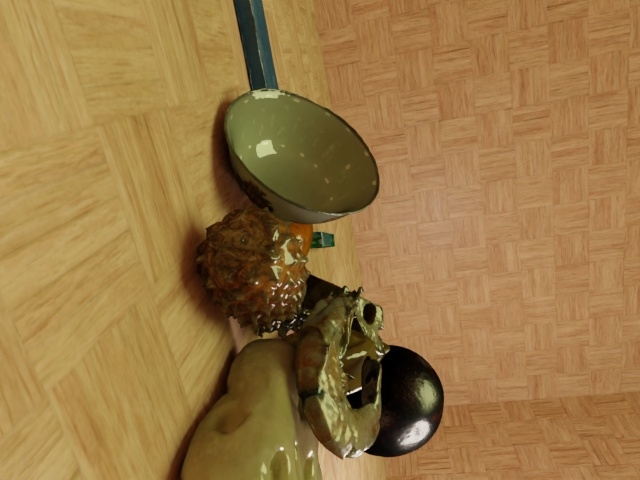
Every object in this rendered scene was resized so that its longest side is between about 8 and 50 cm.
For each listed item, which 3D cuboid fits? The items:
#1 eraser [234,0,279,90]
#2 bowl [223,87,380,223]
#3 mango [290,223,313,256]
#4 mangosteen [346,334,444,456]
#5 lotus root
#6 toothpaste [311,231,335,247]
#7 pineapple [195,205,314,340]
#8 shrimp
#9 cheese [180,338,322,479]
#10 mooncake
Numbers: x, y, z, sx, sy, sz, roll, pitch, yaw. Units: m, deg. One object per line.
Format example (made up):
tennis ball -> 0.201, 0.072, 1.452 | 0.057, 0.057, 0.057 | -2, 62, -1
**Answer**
eraser -> -0.156, -0.487, 1.199 | 0.144, 0.042, 0.312 | -59, 140, -74
bowl -> -0.059, -0.139, 0.997 | 0.157, 0.337, 0.337 | -53, -154, 42
mango -> -0.067, 0.001, 1.154 | 0.217, 0.102, 0.141 | -67, 154, -67
mangosteen -> 0.194, 0.475, 1.577 | 0.435, 0.382, 0.382 | 64, 12, -6
lotus root -> 0.025, 0.193, 1.238 | 0.142, 0.314, 0.210 | 15, 79, -35
toothpaste -> 0.000, 0.000, 1.643 | 0.266, 0.065, 0.050 | 4, 78, -80
pineapple -> -0.082, 0.090, 0.822 | 0.361, 0.175, 0.175 | 66, 19, -56
shrimp -> 0.048, 0.213, 0.862 | 0.247, 0.085, 0.360 | 54, 28, -24
cheese -> -0.073, 0.366, 0.730 | 0.351, 0.129, 0.328 | -76, 154, -70
mooncake -> 0.007, 0.251, 1.031 | 0.235, 0.234, 0.117 | -28, 110, -80
